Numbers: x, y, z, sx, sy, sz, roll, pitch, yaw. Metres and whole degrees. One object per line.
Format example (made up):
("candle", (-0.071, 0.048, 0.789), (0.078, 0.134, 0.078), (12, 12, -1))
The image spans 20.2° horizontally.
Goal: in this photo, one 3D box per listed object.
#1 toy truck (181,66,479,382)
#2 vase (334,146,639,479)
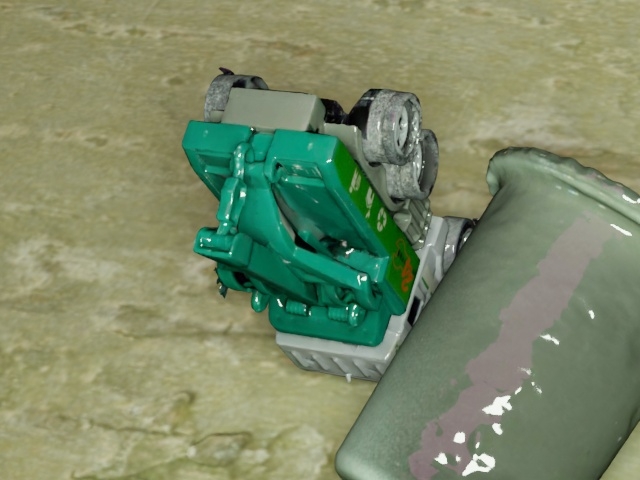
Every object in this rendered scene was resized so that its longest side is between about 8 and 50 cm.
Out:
("toy truck", (0.003, -0.006, 1.445), (0.177, 0.363, 0.178), (9, 71, 24))
("vase", (0.161, 0.108, 1.395), (0.245, 0.245, 0.291), (27, 75, 31))
